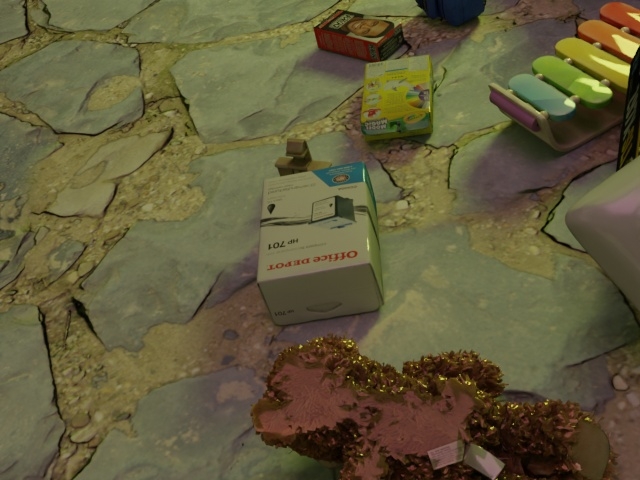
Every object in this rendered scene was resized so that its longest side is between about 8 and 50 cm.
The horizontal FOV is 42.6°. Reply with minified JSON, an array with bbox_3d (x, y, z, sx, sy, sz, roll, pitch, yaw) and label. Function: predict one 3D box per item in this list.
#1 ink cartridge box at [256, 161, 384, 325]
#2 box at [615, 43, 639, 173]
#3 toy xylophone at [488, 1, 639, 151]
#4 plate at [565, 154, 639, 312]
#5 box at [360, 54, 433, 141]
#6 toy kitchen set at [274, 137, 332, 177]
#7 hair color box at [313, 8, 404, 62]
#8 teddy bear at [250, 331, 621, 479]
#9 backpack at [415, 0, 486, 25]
[{"bbox_3d":[0.000,0.000,1.017,0.140,0.082,0.190,-10,41,8],"label":"ink cartridge box"},{"bbox_3d":[0.470,-0.103,0.909,0.257,0.079,0.322,18,50,9],"label":"box"},{"bbox_3d":[0.404,-0.212,1.102,0.323,0.081,0.236,-35,45,-17],"label":"toy xylophone"},{"bbox_3d":[0.420,-0.002,0.756,0.277,0.045,0.278,-37,79,-2],"label":"plate"},{"bbox_3d":[0.116,-0.208,1.226,0.105,0.043,0.179,-5,41,13],"label":"box"},{"bbox_3d":[-0.036,-0.091,1.134,0.083,0.068,0.075,9,48,27],"label":"toy kitchen set"},{"bbox_3d":[0.065,-0.347,1.389,0.141,0.043,0.072,24,55,36],"label":"hair color box"},{"bbox_3d":[0.105,0.199,0.770,0.338,0.113,0.245,2,52,10],"label":"teddy bear"},{"bbox_3d":[0.216,-0.416,1.375,0.101,0.098,0.120,-31,56,-1],"label":"backpack"}]
